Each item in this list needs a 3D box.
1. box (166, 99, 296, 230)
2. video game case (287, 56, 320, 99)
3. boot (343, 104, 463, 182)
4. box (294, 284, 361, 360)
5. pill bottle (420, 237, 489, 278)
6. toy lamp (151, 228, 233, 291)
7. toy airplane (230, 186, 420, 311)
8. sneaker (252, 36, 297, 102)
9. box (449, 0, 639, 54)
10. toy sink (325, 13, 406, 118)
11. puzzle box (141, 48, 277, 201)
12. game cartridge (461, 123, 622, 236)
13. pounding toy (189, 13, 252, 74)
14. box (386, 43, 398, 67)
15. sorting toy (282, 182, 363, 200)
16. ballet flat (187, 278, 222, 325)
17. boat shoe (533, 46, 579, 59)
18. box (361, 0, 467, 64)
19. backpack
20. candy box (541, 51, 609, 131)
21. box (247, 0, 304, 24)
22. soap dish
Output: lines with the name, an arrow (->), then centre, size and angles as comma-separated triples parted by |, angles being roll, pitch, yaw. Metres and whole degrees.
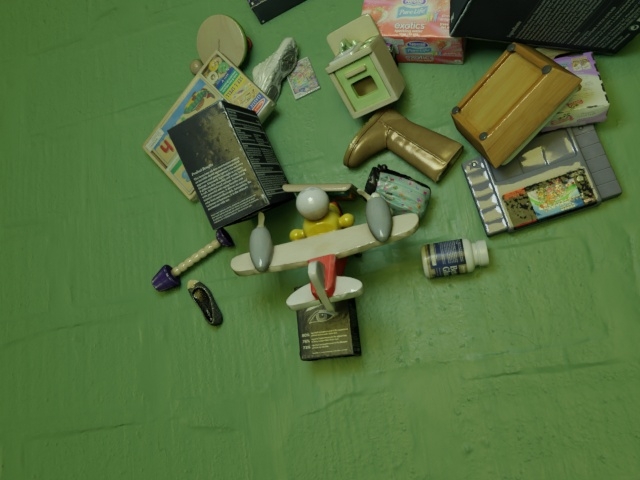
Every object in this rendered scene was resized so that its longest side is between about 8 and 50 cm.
box -> -0.237, -0.207, 1.575 | 0.183, 0.296, 0.294 | -24, 92, 13
video game case -> -0.059, -0.517, 1.800 | 0.087, 0.011, 0.122 | -23, 73, 9
boot -> 0.231, -0.248, 1.620 | 0.269, 0.089, 0.236 | 37, 90, 18
box -> 0.021, 0.223, 1.563 | 0.153, 0.108, 0.207 | -8, 75, 14
pill bottle -> 0.360, 0.045, 1.514 | 0.169, 0.094, 0.094 | -10, 76, 14
toy lamp -> -0.397, 0.064, 1.732 | 0.275, 0.080, 0.080 | -35, 71, 7
toy airplane -> 0.000, 0.000, 1.446 | 0.386, 0.272, 0.384 | -30, 24, -29
sneaker -> -0.161, -0.546, 1.790 | 0.115, 0.090, 0.232 | 32, 94, 28
box -> 0.600, -0.779, 1.448 | 0.472, 0.297, 0.479 | 4, 77, -2
toy sink -> 0.115, -0.491, 1.601 | 0.153, 0.131, 0.234 | -17, 116, 31
puzzle box -> -0.359, -0.359, 1.786 | 0.272, 0.052, 0.409 | 45, 103, 17
game cartridge -> 0.587, -0.163, 1.517 | 0.355, 0.068, 0.230 | -19, 69, 11
pounding toy -> -0.312, -0.621, 1.862 | 0.183, 0.110, 0.237 | 38, 119, 9
box -> 0.146, -0.549, 1.694 | 0.162, 0.116, 0.029 | 7, 78, 17
sorting toy -> 0.014, -0.135, 1.596 | 0.193, 0.208, 0.038 | 0, 91, 16
ballet flat -> -0.351, 0.184, 1.708 | 0.057, 0.049, 0.173 | -40, 71, 3
boat shoe -> 0.631, -0.509, 1.579 | 0.190, 0.068, 0.072 | -25, 84, 9
box -> 0.275, -0.620, 1.654 | 0.300, 0.154, 0.142 | 8, 80, 18
backpack -> 0.213, -0.125, 1.576 | 0.182, 0.152, 0.115 | 21, 82, 4
candy box -> 0.659, -0.398, 1.512 | 0.165, 0.070, 0.196 | -7, 58, 14
box -> -0.127, -0.862, 1.850 | 0.261, 0.103, 0.184 | -25, 75, 9
soap dish -> 0.493, -0.362, 1.476 | 0.291, 0.118, 0.229 | -48, 37, 21
